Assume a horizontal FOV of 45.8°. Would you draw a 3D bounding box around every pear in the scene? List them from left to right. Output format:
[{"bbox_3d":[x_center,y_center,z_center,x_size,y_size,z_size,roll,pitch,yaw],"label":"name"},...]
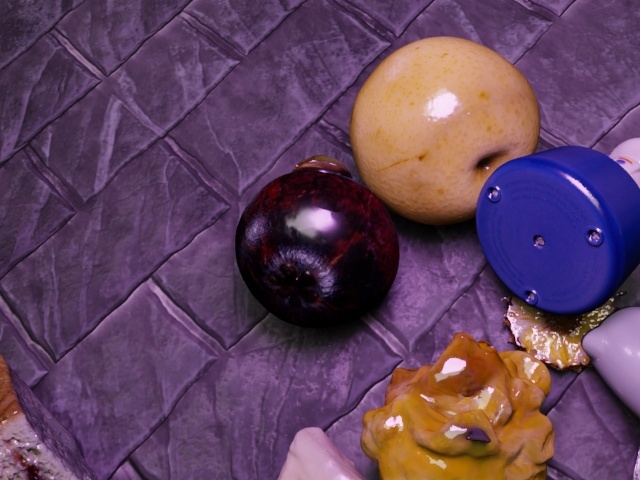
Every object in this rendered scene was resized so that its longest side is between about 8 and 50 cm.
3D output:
[{"bbox_3d":[0.215,-0.196,1.366,0.348,0.348,0.348,-5,63,11],"label":"pear"}]

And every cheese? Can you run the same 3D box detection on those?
[{"bbox_3d":[0.013,0.464,1.178,0.248,0.173,0.251,28,72,33],"label":"cheese"}]

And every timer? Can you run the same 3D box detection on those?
[{"bbox_3d":[0.484,-0.066,1.290,0.384,0.270,0.270,-26,57,-32],"label":"timer"}]

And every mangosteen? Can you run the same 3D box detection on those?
[{"bbox_3d":[0.002,0.009,1.361,0.300,0.300,0.300,-5,63,11],"label":"mangosteen"}]

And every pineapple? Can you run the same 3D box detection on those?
[{"bbox_3d":[0.426,0.134,1.323,0.221,0.047,0.221,-4,67,10],"label":"pineapple"}]

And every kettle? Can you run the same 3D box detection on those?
[{"bbox_3d":[0.553,0.205,1.166,0.221,0.161,0.236,3,18,-17],"label":"kettle"}]

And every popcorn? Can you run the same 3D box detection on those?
[{"bbox_3d":[0.212,0.299,1.173,0.297,0.281,0.315,6,77,-3],"label":"popcorn"}]

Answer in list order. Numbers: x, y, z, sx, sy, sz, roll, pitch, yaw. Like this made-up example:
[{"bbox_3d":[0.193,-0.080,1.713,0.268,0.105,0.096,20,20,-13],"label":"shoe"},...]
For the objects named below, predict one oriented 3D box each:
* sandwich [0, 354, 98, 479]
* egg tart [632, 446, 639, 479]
[{"bbox_3d":[-0.483,0.372,1.277,0.131,0.325,0.262,-36,27,-16],"label":"sandwich"},{"bbox_3d":[0.595,0.369,1.137,0.234,0.094,0.234,-4,65,9],"label":"egg tart"}]
